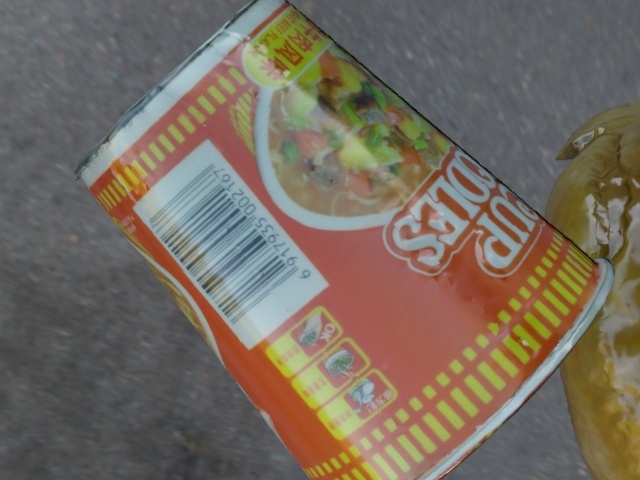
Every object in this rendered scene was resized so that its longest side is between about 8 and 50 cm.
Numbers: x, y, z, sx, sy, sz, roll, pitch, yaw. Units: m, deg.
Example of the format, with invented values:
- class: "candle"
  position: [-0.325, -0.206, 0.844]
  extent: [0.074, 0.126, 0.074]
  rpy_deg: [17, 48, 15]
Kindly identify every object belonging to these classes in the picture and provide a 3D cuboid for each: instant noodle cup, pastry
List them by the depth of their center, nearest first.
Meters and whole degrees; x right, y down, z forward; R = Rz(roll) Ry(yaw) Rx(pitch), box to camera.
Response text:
- class: "instant noodle cup"
  position: [0.000, 0.000, 0.905]
  extent: [0.193, 0.193, 0.212]
  rpy_deg: [-44, 95, 2]
- class: "pastry"
  position: [0.241, 0.064, 1.196]
  extent: [0.163, 0.356, 0.356]
  rpy_deg: [-7, 79, 16]
